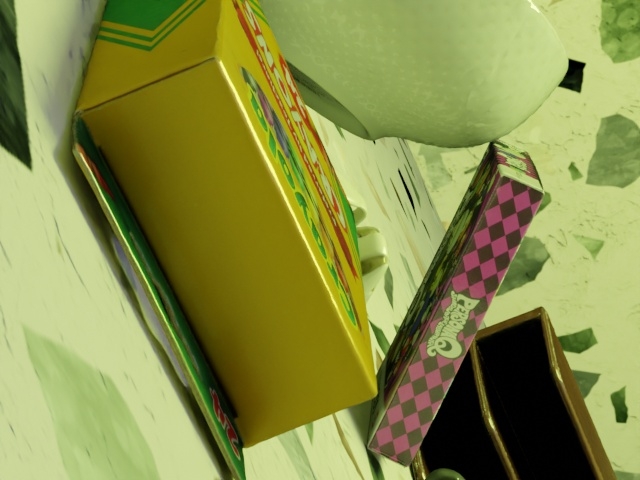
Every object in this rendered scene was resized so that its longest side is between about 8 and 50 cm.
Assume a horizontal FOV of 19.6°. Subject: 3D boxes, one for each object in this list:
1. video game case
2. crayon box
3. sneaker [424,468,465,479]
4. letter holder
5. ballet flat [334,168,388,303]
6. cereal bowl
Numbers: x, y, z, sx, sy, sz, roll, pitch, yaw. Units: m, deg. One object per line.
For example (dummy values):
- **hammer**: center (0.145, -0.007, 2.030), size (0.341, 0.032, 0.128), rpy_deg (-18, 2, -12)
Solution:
- **video game case**: center (0.103, 0.042, 1.442), size (0.042, 0.232, 0.210), rpy_deg (25, 11, -2)
- **crayon box**: center (-0.047, -0.029, 0.996), size (0.318, 0.081, 0.202), rpy_deg (-94, 161, -66)
- **sneaker**: center (0.114, 0.244, 1.500), size (0.089, 0.051, 0.170), rpy_deg (-94, 165, -69)
- **letter holder**: center (0.196, 0.254, 1.670), size (0.214, 0.152, 0.302), rpy_deg (-93, 159, -64)
- **ballet flat**: center (0.000, 0.000, 1.258), size (0.221, 0.079, 0.077), rpy_deg (60, 10, -50)
- **cereal bowl**: center (0.021, -0.180, 1.460), size (0.339, 0.141, 0.339), rpy_deg (36, -4, 3)
